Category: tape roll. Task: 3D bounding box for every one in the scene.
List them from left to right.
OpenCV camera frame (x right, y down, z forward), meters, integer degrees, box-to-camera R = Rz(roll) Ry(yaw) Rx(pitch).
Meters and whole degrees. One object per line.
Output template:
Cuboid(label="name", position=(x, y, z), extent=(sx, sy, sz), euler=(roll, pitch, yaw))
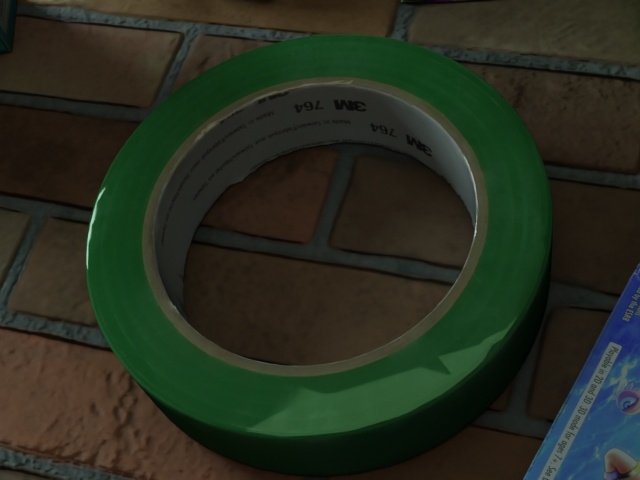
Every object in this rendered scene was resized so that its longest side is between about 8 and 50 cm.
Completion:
Cuboid(label="tape roll", position=(0.000, 0.000, 0.727), extent=(0.321, 0.077, 0.321), euler=(-5, 59, 9))

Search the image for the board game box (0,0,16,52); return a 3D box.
Cuboid(label="board game box", position=(-0.467, -0.240, 0.859), extent=(0.336, 0.254, 0.079), euler=(-9, 58, 6))

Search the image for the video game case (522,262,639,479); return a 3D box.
Cuboid(label="video game case", position=(0.240, 0.173, 0.585), extent=(0.244, 0.061, 0.269), euler=(25, 67, 22))

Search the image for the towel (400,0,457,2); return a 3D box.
Cuboid(label="towel", position=(0.110, -0.229, 0.879), extent=(0.083, 0.009, 0.060), euler=(-1, 60, 10))
